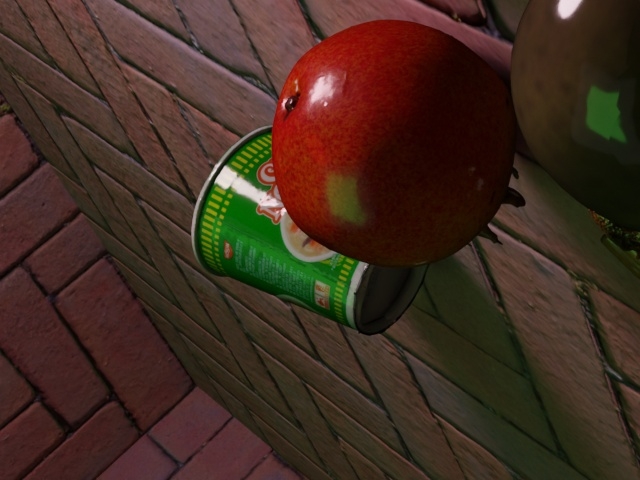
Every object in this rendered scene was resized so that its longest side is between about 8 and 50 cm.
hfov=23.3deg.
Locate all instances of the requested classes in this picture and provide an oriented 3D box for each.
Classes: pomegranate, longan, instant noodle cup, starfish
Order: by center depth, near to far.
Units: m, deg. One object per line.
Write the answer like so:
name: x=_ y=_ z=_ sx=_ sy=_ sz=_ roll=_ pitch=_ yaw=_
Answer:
longan: x=0.215 y=-0.103 z=0.964 sx=0.196 sy=0.196 sz=0.220 roll=29 pitch=163 yaw=50
starfish: x=0.232 y=-0.032 z=1.260 sx=0.130 sy=0.041 sz=0.133 roll=54 pitch=163 yaw=-8
pomegranate: x=0.080 y=-0.079 z=1.383 sx=0.257 sy=0.221 sz=0.221 roll=26 pitch=180 yaw=-36
instant noodle cup: x=0.000 y=0.000 z=1.842 sx=0.233 sy=0.207 sz=0.207 roll=28 pitch=157 yaw=30

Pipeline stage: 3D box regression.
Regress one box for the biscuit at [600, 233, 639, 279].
biscuit: x=0.303 y=0.005 z=1.291 sx=0.144 sy=0.033 sz=0.224 roll=45 pitch=165 yaw=10
